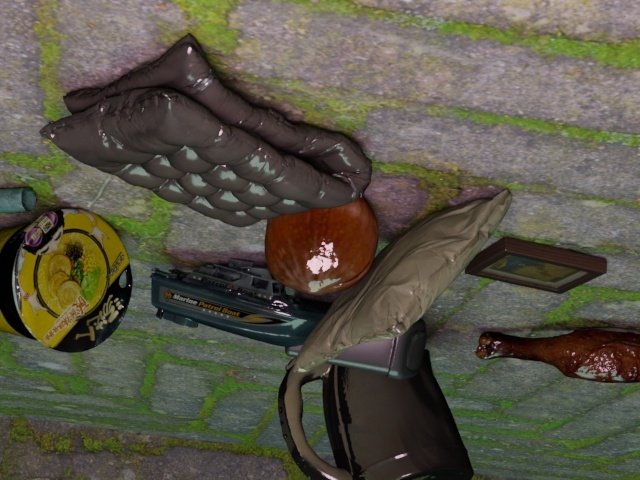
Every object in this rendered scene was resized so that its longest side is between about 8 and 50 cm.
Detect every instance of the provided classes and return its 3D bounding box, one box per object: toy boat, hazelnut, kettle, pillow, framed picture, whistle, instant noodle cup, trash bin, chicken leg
[{"bbox_3d":[-0.122,0.094,1.727,0.296,0.122,0.114,11,-177,13],"label":"toy boat"},{"bbox_3d":[0.000,0.000,1.425,0.150,0.150,0.150,5,159,2],"label":"hazelnut"},{"bbox_3d":[0.081,0.315,1.974,0.321,0.324,0.228,-8,150,-16],"label":"kettle"},{"bbox_3d":[-0.120,-0.104,1.252,0.228,0.101,0.326,-10,153,42],"label":"pillow"},{"bbox_3d":[0.319,0.039,1.618,0.169,0.023,0.128,12,158,-17],"label":"framed picture"},{"bbox_3d":[-0.495,-0.054,1.554,0.186,0.039,0.039,-2,158,20],"label":"whistle"},{"bbox_3d":[-0.439,0.061,1.643,0.236,0.215,0.215,-2,160,39],"label":"instant noodle cup"},{"bbox_3d":[0.061,0.164,1.843,0.236,0.101,0.177,10,-174,-2],"label":"trash bin"},{"bbox_3d":[0.477,0.197,1.915,0.407,0.095,0.158,4,179,10],"label":"chicken leg"},{"bbox_3d":[0.099,0.053,1.432,0.076,0.274,0.281,49,148,-6],"label":"pillow"}]
